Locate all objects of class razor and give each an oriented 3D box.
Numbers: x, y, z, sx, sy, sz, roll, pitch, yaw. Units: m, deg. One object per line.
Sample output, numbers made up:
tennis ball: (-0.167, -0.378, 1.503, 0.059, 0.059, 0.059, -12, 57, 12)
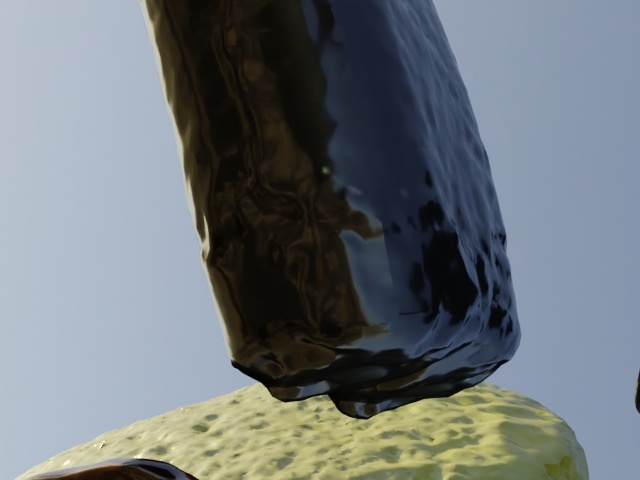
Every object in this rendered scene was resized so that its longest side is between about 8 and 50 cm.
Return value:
razor: (-0.016, -0.092, 0.765, 0.107, 0.189, 0.327, -25, -105, 17)

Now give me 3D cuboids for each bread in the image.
bread: (-0.015, 0.242, 1.018, 0.348, 0.348, 0.308, 6, -73, 52)

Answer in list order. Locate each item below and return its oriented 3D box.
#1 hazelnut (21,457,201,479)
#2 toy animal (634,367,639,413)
hazelnut: (-0.038, 0.144, 0.377, 0.202, 0.160, 0.170, -117, -133, -77)
toy animal: (0.147, 0.059, 0.552, 0.108, 0.220, 0.062, 43, -67, 12)
